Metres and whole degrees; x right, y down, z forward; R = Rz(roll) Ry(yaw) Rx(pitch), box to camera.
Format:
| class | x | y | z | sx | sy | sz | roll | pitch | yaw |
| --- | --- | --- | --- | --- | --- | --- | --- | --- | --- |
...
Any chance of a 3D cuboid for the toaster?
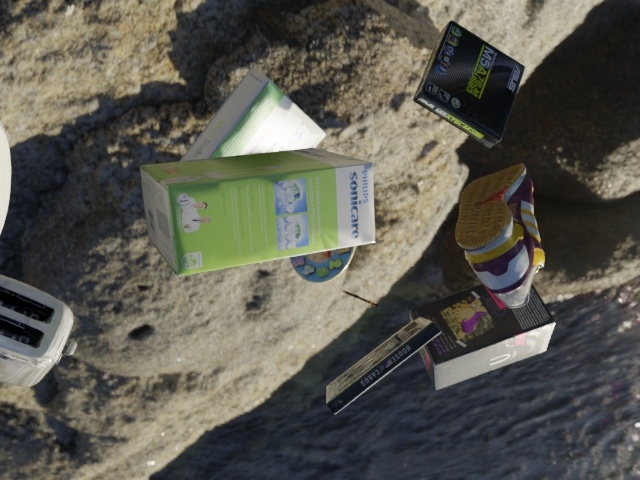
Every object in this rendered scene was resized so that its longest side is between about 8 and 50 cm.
| class | x | y | z | sx | sy | sz | roll | pitch | yaw |
| --- | --- | --- | --- | --- | --- | --- | --- | --- | --- |
| toaster | -0.495 | 0.131 | 0.979 | 0.227 | 0.129 | 0.146 | 31 | 141 | -25 |

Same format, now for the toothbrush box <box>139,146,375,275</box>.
| class | x | y | z | sx | sy | sz | roll | pitch | yaw |
| --- | --- | --- | --- | --- | --- | --- | --- | --- | --- |
| toothbrush box | -0.094 | -0.054 | 0.908 | 0.283 | 0.206 | 0.122 | -11 | 108 | -23 |

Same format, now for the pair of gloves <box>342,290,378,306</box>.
| class | x | y | z | sx | sy | sz | roll | pitch | yaw |
| --- | --- | --- | --- | --- | --- | --- | --- | --- | --- |
| pair of gloves | 0.100 | 0.144 | 1.604 | 0.083 | 0.074 | 0.010 | 24 | 87 | -24 |

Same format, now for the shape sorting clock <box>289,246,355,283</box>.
| class | x | y | z | sx | sy | sz | roll | pitch | yaw |
| --- | --- | --- | --- | --- | --- | --- | --- | --- | --- |
| shape sorting clock | 0.000 | 0.000 | 1.529 | 0.206 | 0.206 | 0.040 | -36 | 151 | 23 |

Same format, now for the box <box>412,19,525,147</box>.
| class | x | y | z | sx | sy | sz | roll | pitch | yaw |
| --- | --- | --- | --- | --- | --- | --- | --- | --- | --- |
| box | 0.291 | -0.304 | 1.233 | 0.184 | 0.190 | 0.045 | 28 | 158 | -9 |

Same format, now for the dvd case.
| class | x | y | z | sx | sy | sz | roll | pitch | yaw |
| --- | --- | --- | --- | --- | --- | --- | --- | --- | --- |
| dvd case | 0.112 | 0.228 | 1.197 | 0.239 | 0.179 | 0.029 | -38 | 87 | -2 |

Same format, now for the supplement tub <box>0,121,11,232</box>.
| class | x | y | z | sx | sy | sz | roll | pitch | yaw |
| --- | --- | --- | --- | --- | --- | --- | --- | --- | --- |
| supplement tub | -0.478 | -0.066 | 0.638 | 0.272 | 0.191 | 0.191 | 9 | 131 | -10 |

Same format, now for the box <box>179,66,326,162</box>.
| class | x | y | z | sx | sy | sz | roll | pitch | yaw |
| --- | --- | --- | --- | --- | --- | --- | --- | --- | --- |
| box | -0.127 | -0.197 | 1.329 | 0.232 | 0.058 | 0.322 | -51 | 160 | 5 |

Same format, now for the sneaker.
| class | x | y | z | sx | sy | sz | roll | pitch | yaw |
| --- | --- | --- | --- | --- | --- | --- | --- | --- | --- |
| sneaker | 0.176 | -0.008 | 0.612 | 0.070 | 0.185 | 0.084 | -20 | 108 | 32 |

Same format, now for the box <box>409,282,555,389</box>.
| class | x | y | z | sx | sy | sz | roll | pitch | yaw |
| --- | --- | --- | --- | --- | --- | --- | --- | --- | --- |
| box | 0.349 | 0.199 | 1.399 | 0.270 | 0.143 | 0.165 | -20 | 146 | 0 |
